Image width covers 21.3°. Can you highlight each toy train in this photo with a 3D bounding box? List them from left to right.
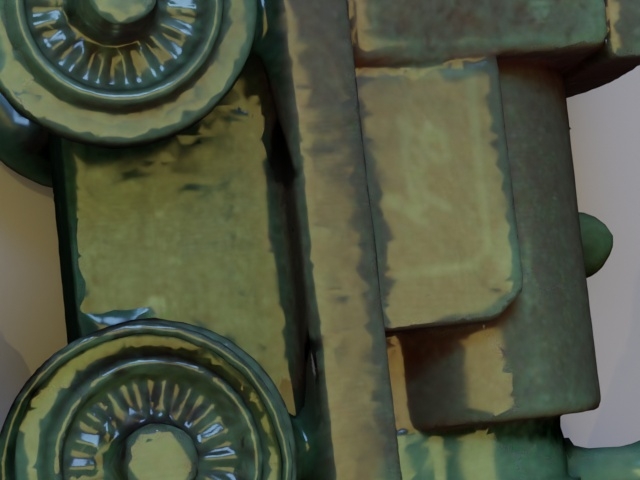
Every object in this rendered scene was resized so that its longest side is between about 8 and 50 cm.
[{"bbox_3d":[0.000,0.000,0.550,0.221,0.150,0.304,-4,85,-13],"label":"toy train"}]
